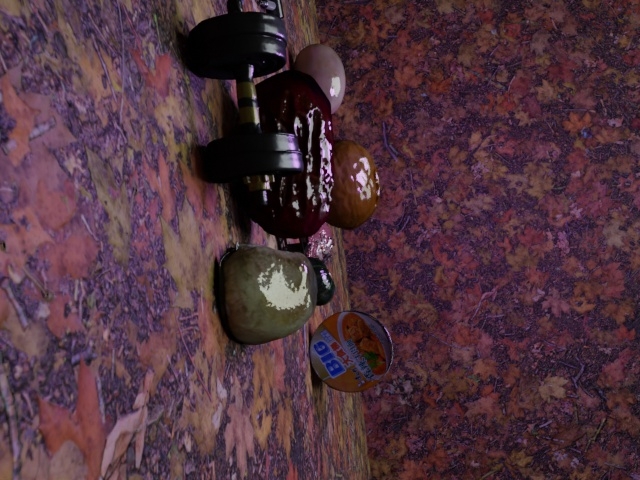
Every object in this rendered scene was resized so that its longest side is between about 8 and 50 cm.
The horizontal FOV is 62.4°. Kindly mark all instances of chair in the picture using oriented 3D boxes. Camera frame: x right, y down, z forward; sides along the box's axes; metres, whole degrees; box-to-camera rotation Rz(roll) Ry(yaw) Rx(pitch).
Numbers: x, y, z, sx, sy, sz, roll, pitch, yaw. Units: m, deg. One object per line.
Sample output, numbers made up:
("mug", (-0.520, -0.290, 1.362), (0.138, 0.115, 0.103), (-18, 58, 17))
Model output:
("chair", (-0.073, 0.053, 1.586), (0.101, 0.084, 0.212), (-69, 151, -66))

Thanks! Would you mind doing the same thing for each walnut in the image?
("walnut", (0.102, -0.238, 2.294), (0.354, 0.308, 0.397), (-61, 142, -70))

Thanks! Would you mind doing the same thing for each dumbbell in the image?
("dumbbell", (-0.138, -0.258, 0.997), (0.185, 0.185, 0.388), (-22, 105, -82))

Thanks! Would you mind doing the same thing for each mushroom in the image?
("mushroom", (-0.092, 0.112, 1.068), (0.267, 0.164, 0.189), (71, 13, -58))

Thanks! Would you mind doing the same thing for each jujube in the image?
("jujube", (-0.077, -0.193, 1.216), (0.258, 0.259, 0.376), (38, 58, -79))

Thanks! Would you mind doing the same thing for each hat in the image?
("hat", (0.000, 0.000, 2.081), (0.286, 0.107, 0.236), (36, 57, -73))

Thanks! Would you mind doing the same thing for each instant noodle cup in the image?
("instant noodle cup", (0.106, 0.417, 1.924), (0.214, 0.297, 0.296), (90, -4, -69))

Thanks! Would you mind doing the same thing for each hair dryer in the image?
("hair dryer", (-0.174, -0.796, 1.771), (0.197, 0.057, 0.100), (-63, 143, -67))

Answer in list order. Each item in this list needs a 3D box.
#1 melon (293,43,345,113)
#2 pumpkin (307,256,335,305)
("melon", (-0.005, -0.687, 2.259), (0.223, 0.223, 0.316), (47, 33, -77))
("pumpkin", (-0.020, 0.134, 1.730), (0.167, 0.125, 0.167), (158, -90, -78))
